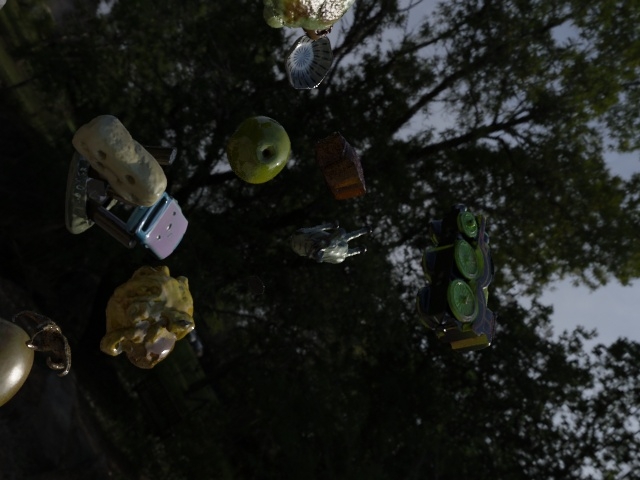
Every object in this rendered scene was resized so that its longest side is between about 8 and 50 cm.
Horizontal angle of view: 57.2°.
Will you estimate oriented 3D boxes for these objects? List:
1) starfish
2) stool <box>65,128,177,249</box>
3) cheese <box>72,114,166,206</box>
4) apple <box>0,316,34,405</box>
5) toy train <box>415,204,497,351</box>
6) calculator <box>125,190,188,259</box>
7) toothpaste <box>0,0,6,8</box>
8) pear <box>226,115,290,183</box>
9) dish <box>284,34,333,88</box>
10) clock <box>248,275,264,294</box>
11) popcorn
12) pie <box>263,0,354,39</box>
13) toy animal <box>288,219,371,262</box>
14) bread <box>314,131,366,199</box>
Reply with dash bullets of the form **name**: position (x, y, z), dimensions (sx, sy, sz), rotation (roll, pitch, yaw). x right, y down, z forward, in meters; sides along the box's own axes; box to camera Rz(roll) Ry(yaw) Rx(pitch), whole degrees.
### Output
- **starfish**: position (-0.643, 0.241, 1.384), dimensions (0.190, 0.074, 0.146), rotation (30, -46, 32)
- **stool**: position (-0.628, -0.164, 1.861), dimensions (0.226, 0.310, 0.310), rotation (22, -58, 3)
- **cheese**: position (-0.510, -0.195, 1.510), dimensions (0.159, 0.093, 0.263), rotation (-7, -47, 45)
- **apple**: position (-0.902, 0.323, 1.548), dimensions (0.256, 0.234, 0.257), rotation (13, -33, 8)
- **toy train**: position (0.280, 0.069, 1.171), dimensions (0.160, 0.296, 0.100), rotation (37, -38, -27)
- **calculator**: position (-0.483, -0.051, 1.756), dimensions (0.051, 0.173, 0.293), rotation (27, -17, 15)
- **toothpaste**: position (-0.811, -0.543, 1.354), dimensions (0.099, 0.282, 0.068), rotation (59, 22, -30)
- **pear**: position (-0.180, -0.250, 1.591), dimensions (0.166, 0.180, 0.216), rotation (24, 4, -35)
- **dish**: position (-0.051, -0.578, 1.870), dimensions (0.066, 0.190, 0.191), rotation (43, -25, 35)
- **clock**: position (-0.265, 0.186, 2.424), dimensions (0.083, 0.010, 0.074), rotation (43, -58, 15)
- **popcorn**: position (-0.509, 0.237, 1.813), dimensions (0.281, 0.316, 0.297), rotation (4, -16, 34)
- **pie**: position (-0.016, -0.628, 1.470), dimensions (0.257, 0.274, 0.105), rotation (-39, -111, 35)
- **toy animal**: position (0.001, 0.006, 1.122), dimensions (0.217, 0.176, 0.073), rotation (5, -80, 50)
- **bread**: position (0.065, -0.247, 1.962), dimensions (0.247, 0.135, 0.232), rotation (65, 4, -70)
